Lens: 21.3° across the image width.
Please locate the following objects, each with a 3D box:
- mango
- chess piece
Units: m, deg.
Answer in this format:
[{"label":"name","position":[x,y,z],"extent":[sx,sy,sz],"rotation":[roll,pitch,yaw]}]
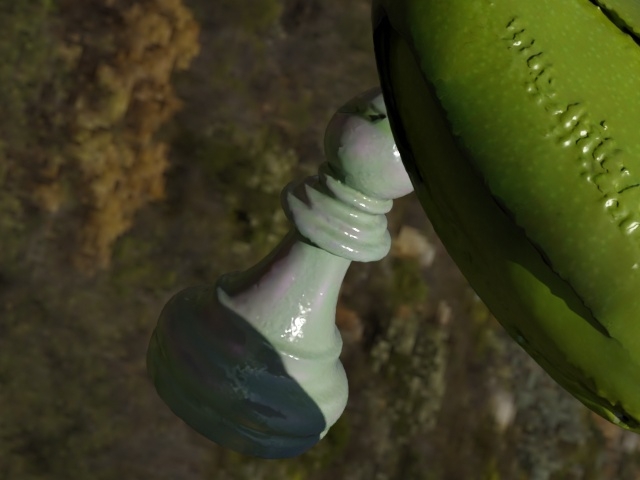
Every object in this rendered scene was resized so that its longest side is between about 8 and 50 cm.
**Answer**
[{"label":"mango","position":[0.072,-0.022,0.448],"extent":[0.165,0.091,0.074],"rotation":[59,-12,12]},{"label":"chess piece","position":[0.000,0.000,1.096],"extent":[0.271,0.139,0.139],"rotation":[-60,-165,24]}]
